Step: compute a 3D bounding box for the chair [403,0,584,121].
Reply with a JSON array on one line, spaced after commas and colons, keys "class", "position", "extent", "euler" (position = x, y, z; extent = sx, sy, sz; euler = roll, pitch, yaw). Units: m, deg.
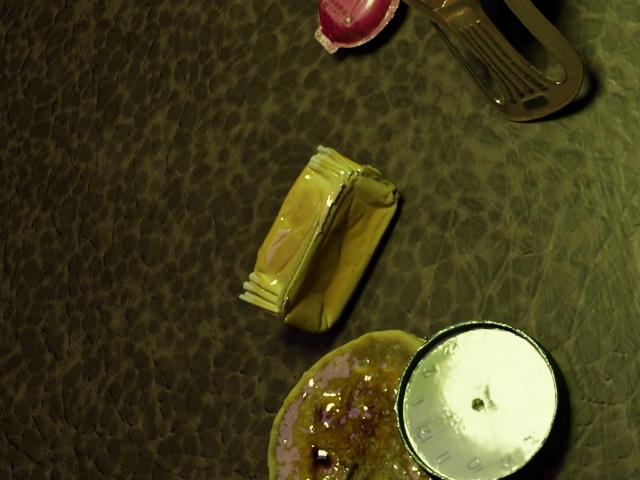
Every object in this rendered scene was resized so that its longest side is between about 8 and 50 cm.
[{"class": "chair", "position": [0.204, -0.324, 1.793], "extent": [0.175, 0.326, 0.183], "euler": [-16, 41, 50]}]

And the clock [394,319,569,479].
[{"class": "clock", "position": [0.194, 0.201, 1.740], "extent": [0.215, 0.042, 0.215], "euler": [-9, 67, 21]}]

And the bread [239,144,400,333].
[{"class": "bread", "position": [0.000, 0.000, 1.943], "extent": [0.107, 0.136, 0.241], "euler": [31, 98, 44]}]

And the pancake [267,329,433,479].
[{"class": "pancake", "position": [0.071, 0.295, 1.846], "extent": [0.356, 0.065, 0.356], "euler": [-9, 74, 35]}]

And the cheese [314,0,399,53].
[{"class": "cheese", "position": [0.076, -0.375, 2.035], "extent": [0.244, 0.062, 0.155], "euler": [-53, 51, 15]}]
